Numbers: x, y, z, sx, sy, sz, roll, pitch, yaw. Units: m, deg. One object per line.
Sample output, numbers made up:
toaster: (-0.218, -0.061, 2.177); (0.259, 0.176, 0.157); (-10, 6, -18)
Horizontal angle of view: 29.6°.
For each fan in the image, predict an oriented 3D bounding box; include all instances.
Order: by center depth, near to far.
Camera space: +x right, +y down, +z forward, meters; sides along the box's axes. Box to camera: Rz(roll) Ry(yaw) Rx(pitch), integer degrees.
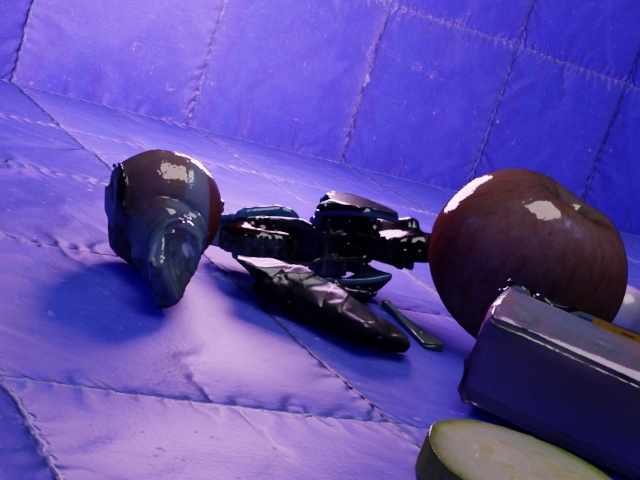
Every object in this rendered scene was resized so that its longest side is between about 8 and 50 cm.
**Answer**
fan: (0.141, 0.133, 1.935); (0.038, 0.016, 0.193); (10, 14, -26)

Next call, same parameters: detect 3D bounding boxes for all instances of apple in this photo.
apple: (0.345, 0.029, 1.963); (0.344, 0.269, 0.345); (27, 40, -25)

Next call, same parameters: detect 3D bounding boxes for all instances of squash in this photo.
squash: (0.228, 0.274, 1.317); (0.252, 0.049, 0.252); (19, 12, -4)

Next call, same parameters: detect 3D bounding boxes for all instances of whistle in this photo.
whistle: (-0.212, -0.015, 1.715); (0.189, 0.189, 0.348); (14, 23, -20)

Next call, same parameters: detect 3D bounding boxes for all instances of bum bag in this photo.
bum bag: (-0.002, 0.088, 1.785); (0.310, 0.074, 0.137); (24, 2, 25)

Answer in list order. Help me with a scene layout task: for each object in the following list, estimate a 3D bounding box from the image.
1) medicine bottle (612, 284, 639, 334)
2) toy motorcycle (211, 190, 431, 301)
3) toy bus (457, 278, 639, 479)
medicine bottle: (0.473, 0.104, 2.316); (0.341, 0.130, 0.130); (27, 14, 35)
toy motorcycle: (0.000, 0.000, 2.046); (0.416, 0.172, 0.232); (-1, 11, -30)
toy bus: (0.373, 0.209, 1.585); (0.386, 0.171, 0.162); (22, 22, 18)
